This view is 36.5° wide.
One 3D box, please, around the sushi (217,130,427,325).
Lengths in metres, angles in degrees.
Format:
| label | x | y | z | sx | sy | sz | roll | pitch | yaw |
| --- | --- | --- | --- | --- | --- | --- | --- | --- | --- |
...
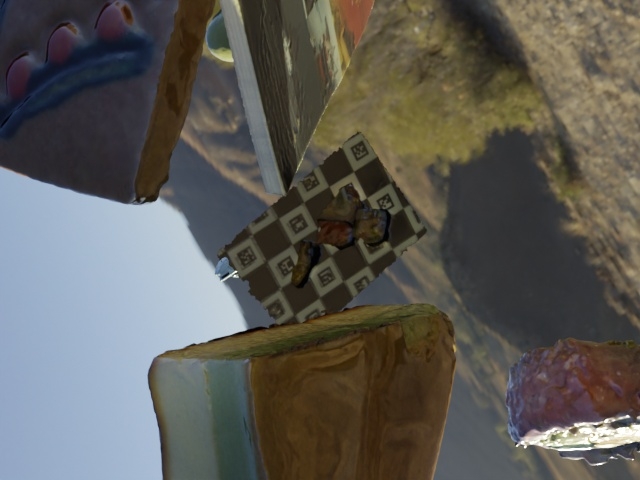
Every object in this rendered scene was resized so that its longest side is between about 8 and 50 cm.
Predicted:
| label | x | y | z | sx | sy | sz | roll | pitch | yaw |
| --- | --- | --- | --- | --- | --- | --- | --- | --- | --- |
| sushi | 0.000 | 0.000 | 1.008 | 0.139 | 0.201 | 0.031 | 54 | 164 | -19 |

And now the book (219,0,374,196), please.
| label | x | y | z | sx | sy | sz | roll | pitch | yaw |
| --- | --- | --- | --- | --- | --- | --- | --- | --- | --- |
| book | -0.012 | -0.263 | 0.989 | 0.263 | 0.028 | 0.374 | 77 | -155 | -42 |

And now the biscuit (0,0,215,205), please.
| label | x | y | z | sx | sy | sz | roll | pitch | yaw |
| --- | --- | --- | --- | --- | --- | --- | --- | --- | --- |
| biscuit | -0.139 | -0.151 | 0.494 | 0.043 | 0.278 | 0.302 | 10 | -132 | -57 |

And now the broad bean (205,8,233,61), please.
| label | x | y | z | sx | sy | sz | roll | pitch | yaw |
| --- | --- | --- | --- | --- | --- | --- | --- | --- | --- |
| broad bean | -0.066 | -0.270 | 1.151 | 0.082 | 0.124 | 0.174 | 50 | -152 | -21 |

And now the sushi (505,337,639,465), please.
| label | x | y | z | sx | sy | sz | roll | pitch | yaw |
| --- | --- | --- | --- | --- | --- | --- | --- | --- | --- |
| sushi | 0.298 | 0.152 | 0.976 | 0.161 | 0.241 | 0.108 | 22 | -122 | -39 |

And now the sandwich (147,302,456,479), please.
| label | x | y | z | sx | sy | sz | roll | pitch | yaw |
| --- | --- | --- | --- | --- | --- | --- | --- | --- | --- |
| sandwich | 0.008 | 0.143 | 0.630 | 0.220 | 0.108 | 0.186 | -10 | -85 | -49 |

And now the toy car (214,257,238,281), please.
| label | x | y | z | sx | sy | sz | roll | pitch | yaw |
| --- | --- | --- | --- | --- | --- | --- | --- | --- | --- |
| toy car | -0.081 | -0.005 | 1.462 | 0.056 | 0.205 | 0.095 | 57 | 145 | -2 |
